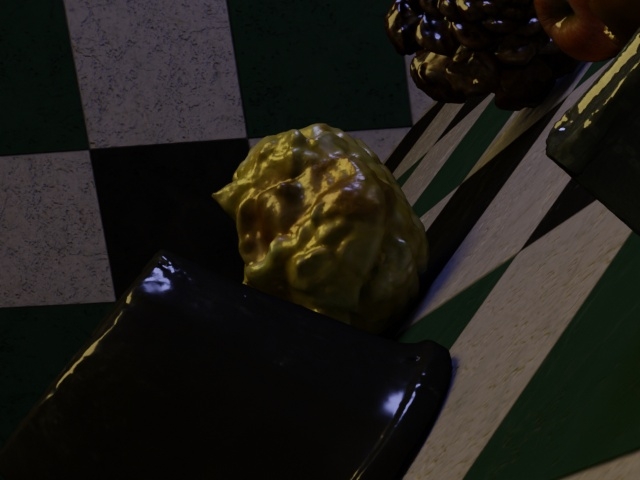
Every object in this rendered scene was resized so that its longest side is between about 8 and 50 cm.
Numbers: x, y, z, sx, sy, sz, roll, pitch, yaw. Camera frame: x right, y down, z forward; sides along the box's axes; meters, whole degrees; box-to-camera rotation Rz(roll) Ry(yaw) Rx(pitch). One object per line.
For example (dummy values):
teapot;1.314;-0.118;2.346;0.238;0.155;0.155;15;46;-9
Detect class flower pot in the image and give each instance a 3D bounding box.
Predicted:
flower pot;-0.101;0.169;1.589;0.379;0.251;0.379;-49;5;5
flower pot;0.238;-0.103;1.128;0.229;0.108;0.103;-52;4;6

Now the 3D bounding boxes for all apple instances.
apple;0.277;-0.242;1.983;0.102;0.126;0.126;-25;-9;-27

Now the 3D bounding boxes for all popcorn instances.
popcorn;-0.006;0.004;2.078;0.225;0.249;0.249;-26;6;4

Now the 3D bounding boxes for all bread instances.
bread;0.282;-0.195;1.701;0.049;0.088;0.226;-53;5;0

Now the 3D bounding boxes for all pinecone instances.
pinecone;0.195;-0.257;2.321;0.244;0.244;0.309;-52;-16;-8
